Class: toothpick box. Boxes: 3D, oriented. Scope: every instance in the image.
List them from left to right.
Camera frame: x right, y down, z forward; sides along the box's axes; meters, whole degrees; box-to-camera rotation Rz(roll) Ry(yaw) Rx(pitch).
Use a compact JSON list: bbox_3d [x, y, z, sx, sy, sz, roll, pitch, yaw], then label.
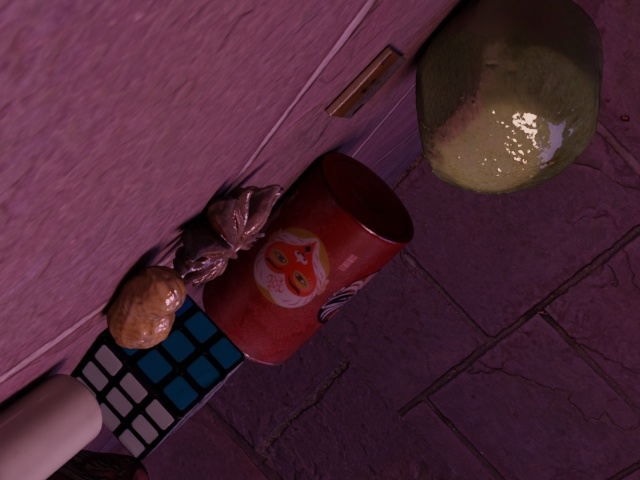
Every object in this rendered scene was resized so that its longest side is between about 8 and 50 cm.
[{"bbox_3d":[-0.025,0.035,1.742,0.333,0.204,0.204,-45,176,25],"label":"toothpick box"}]

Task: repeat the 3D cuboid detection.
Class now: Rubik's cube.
[{"bbox_3d":[-0.236,0.188,1.479,0.160,0.162,0.163,-41,174,-46],"label":"Rubik's cube"}]

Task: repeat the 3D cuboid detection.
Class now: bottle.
[{"bbox_3d":[-0.375,0.259,1.234,0.104,0.104,0.245,-47,176,36],"label":"bottle"}]

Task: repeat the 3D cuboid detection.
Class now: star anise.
[{"bbox_3d":[-0.124,-0.010,1.275,0.195,0.065,0.182,-39,170,-14],"label":"star anise"}]

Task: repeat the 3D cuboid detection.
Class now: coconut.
[{"bbox_3d":[0.284,-0.232,1.566,0.328,0.281,0.329,12,90,-85],"label":"coconut"}]

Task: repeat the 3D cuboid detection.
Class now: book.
[{"bbox_3d":[0.065,-0.213,1.407,0.118,0.012,0.172,-46,176,12],"label":"book"}]

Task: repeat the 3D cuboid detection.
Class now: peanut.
[{"bbox_3d":[-0.206,0.081,1.236,0.080,0.080,0.174,-41,176,-36],"label":"peanut"}]

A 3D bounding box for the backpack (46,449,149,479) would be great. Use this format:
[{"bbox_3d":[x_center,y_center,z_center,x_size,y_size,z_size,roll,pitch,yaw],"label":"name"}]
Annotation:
[{"bbox_3d":[-0.394,0.390,1.451,0.317,0.197,0.283,-21,179,12],"label":"backpack"}]
